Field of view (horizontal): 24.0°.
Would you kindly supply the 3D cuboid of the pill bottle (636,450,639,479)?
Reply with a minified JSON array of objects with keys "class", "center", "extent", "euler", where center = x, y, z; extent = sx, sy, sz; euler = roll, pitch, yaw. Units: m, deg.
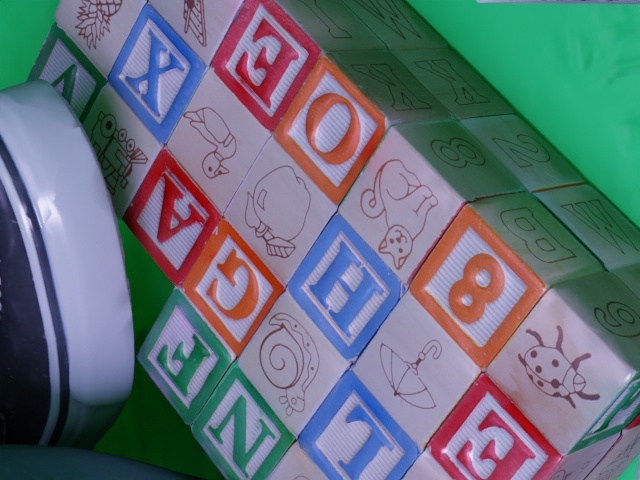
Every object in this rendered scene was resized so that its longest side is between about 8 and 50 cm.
[{"class":"pill bottle","center":[0.211,0.066,0.433],"extent":[0.221,0.121,0.121],"euler":[-24,81,39]}]

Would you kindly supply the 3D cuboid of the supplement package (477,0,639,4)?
[{"class":"supplement package","center":[0.138,-0.174,0.407],"extent":[0.149,0.203,0.194],"euler":[-12,89,40]}]

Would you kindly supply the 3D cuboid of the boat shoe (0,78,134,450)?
[{"class":"boat shoe","center":[-0.169,0.066,0.684],"extent":[0.121,0.119,0.335],"euler":[58,148,28]}]

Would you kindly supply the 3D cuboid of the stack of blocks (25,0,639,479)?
[{"class":"stack of blocks","center":[0.000,0.000,0.622],"extent":[0.297,0.087,0.171],"euler":[49,124,24]}]

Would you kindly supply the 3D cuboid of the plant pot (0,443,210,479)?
[{"class":"plant pot","center":[-0.102,0.204,0.619],"extent":[0.271,0.255,0.272],"euler":[2,93,44]}]
